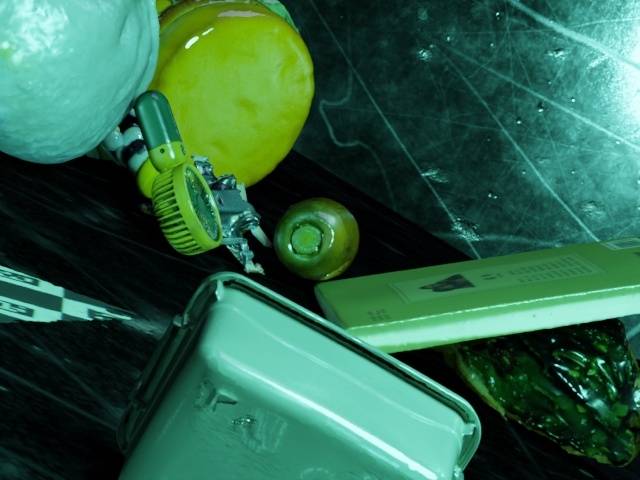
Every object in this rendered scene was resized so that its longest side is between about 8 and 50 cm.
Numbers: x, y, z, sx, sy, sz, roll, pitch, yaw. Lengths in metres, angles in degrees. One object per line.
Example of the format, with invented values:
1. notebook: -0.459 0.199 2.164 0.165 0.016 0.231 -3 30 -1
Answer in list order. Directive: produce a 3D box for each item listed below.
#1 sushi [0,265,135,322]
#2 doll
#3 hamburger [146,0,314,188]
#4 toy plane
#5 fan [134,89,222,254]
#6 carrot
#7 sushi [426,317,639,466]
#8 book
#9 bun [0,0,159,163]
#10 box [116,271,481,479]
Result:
1. sushi: -0.250 0.019 0.825 0.264 0.050 0.290 18 5 17
2. doll: -0.230 -0.139 1.905 0.145 0.103 0.316 5 31 -48
3. hamburger: -0.134 -0.177 2.097 0.246 0.246 0.170 25 7 -45
4. toy plane: -0.106 -0.030 1.777 0.135 0.062 0.188 64 17 18
5. fan: -0.133 -0.061 1.685 0.082 0.039 0.155 7 64 -76
6. carrot: 0.000 0.000 1.888 0.087 0.087 0.193 32 2 6
7. sushi: 0.223 0.114 1.827 0.287 0.149 0.140 32 8 15
8. book: 0.180 0.046 1.775 0.352 0.035 0.239 -9 11 -5
9. bun: -0.276 -0.245 1.682 0.362 0.211 0.362 51 12 -15
10. box: -0.015 0.109 0.934 0.172 0.124 0.093 29 17 -3
